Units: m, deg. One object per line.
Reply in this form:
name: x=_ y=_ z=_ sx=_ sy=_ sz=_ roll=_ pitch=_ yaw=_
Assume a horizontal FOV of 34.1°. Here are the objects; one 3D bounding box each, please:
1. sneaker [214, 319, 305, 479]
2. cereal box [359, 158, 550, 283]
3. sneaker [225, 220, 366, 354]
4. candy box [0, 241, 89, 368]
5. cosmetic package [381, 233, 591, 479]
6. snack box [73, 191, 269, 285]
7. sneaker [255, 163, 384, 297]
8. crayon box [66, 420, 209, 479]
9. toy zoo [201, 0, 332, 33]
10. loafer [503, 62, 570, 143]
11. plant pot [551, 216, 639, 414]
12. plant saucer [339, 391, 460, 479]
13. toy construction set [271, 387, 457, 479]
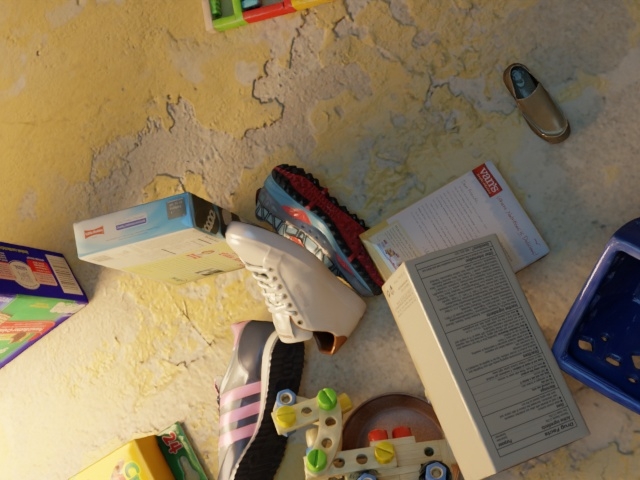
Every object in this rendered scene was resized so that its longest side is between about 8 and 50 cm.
sneaker: x=-0.123 y=0.282 z=1.696 sx=0.131 sy=0.112 sz=0.318 roll=17 pitch=90 yaw=37
cereal box: x=0.204 y=0.008 z=1.600 sx=0.240 sy=0.047 sz=0.173 roll=-29 pitch=78 yaw=-3
sneaker: x=-0.046 y=0.082 z=1.576 sx=0.106 sy=0.290 sz=0.123 roll=6 pitch=63 yaw=51
candy box: x=-0.600 y=0.139 z=1.756 sx=0.317 sy=0.268 sz=0.122 roll=-34 pitch=73 yaw=13
cosmetic package: x=0.225 y=0.163 z=1.454 sx=0.160 sy=0.113 sz=0.309 roll=-16 pitch=73 yaw=-20
snack box: x=-0.214 y=0.005 z=1.615 sx=0.187 sy=0.322 sz=0.060 roll=-14 pitch=76 yaw=16
sneaker: x=0.000 y=0.000 z=1.684 sx=0.262 sy=0.104 sz=0.125 roll=47 pitch=129 yaw=8
crayon box: x=-0.333 y=0.465 z=1.747 sx=0.319 sy=0.081 sz=0.202 roll=-33 pitch=77 yaw=12
toy zoo: x=-0.069 y=-0.477 z=1.758 sx=0.293 sy=0.030 sz=0.192 roll=-11 pitch=83 yaw=17
loafer: x=0.328 y=-0.212 z=1.604 sx=0.056 sy=0.050 sz=0.148 roll=-40 pitch=76 yaw=11
plant pot: x=0.486 y=0.092 z=1.424 sx=0.236 sy=0.212 sz=0.236 roll=30 pitch=128 yaw=18
plant saucer: x=0.125 y=0.336 z=1.636 sx=0.199 sy=0.036 sz=0.198 roll=-1 pitch=86 yaw=18
toy construction set: x=0.095 y=0.291 z=1.565 sx=0.328 sy=0.151 sz=0.215 roll=-16 pitch=56 yaw=8
